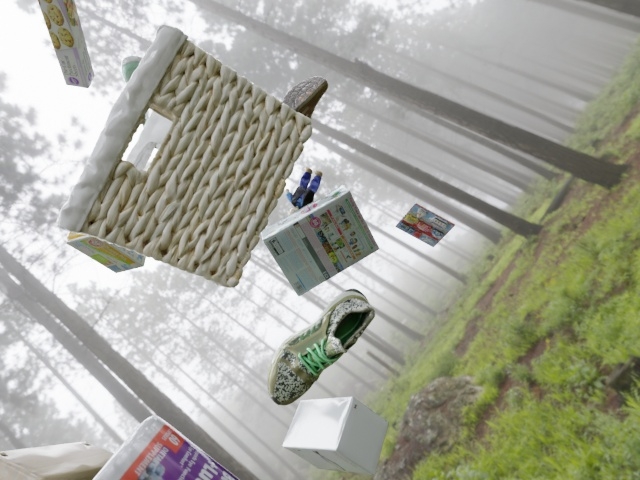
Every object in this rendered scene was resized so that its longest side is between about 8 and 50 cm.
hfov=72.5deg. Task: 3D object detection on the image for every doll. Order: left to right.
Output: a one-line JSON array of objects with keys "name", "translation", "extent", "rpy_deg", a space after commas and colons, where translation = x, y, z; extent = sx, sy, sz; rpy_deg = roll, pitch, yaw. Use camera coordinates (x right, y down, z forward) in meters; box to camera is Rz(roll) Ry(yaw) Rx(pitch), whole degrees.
[{"name": "doll", "translation": [-0.061, -0.159, 1.495], "extent": [0.046, 0.129, 0.188], "rpy_deg": [86, -156, -68]}]

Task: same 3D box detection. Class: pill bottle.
[{"name": "pill bottle", "translation": [-0.096, 0.241, 0.347], "extent": [0.108, 0.194, 0.108], "rpy_deg": [-52, 1, 1]}]

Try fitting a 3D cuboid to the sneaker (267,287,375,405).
[{"name": "sneaker", "translation": [0.006, 0.303, 1.247], "extent": [0.410, 0.158, 0.182], "rpy_deg": [-47, 6, -12]}]

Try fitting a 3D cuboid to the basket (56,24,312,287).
[{"name": "basket", "translation": [-0.228, -0.116, 0.772], "extent": [0.328, 0.267, 0.331], "rpy_deg": [-65, 20, -6]}]

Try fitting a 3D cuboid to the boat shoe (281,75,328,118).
[{"name": "boat shoe", "translation": [-0.090, -0.491, 1.677], "extent": [0.324, 0.123, 0.116], "rpy_deg": [-44, -40, 4]}]

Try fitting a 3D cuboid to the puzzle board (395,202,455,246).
[{"name": "puzzle board", "translation": [0.283, -0.039, 1.187], "extent": [0.096, 0.128, 0.011], "rpy_deg": [-54, 13, 40]}]

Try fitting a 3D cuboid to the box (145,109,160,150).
[{"name": "box", "translation": [-0.329, -0.278, 1.042], "extent": [0.130, 0.170, 0.091], "rpy_deg": [-11, -24, -34]}]

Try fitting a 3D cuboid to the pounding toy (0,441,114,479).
[{"name": "pounding toy", "translation": [-0.279, 0.270, 0.402], "extent": [0.130, 0.100, 0.141], "rpy_deg": [46, -124, -63]}]

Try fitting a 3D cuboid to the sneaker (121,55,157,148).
[{"name": "sneaker", "translation": [-0.466, -0.366, 1.202], "extent": [0.094, 0.151, 0.255], "rpy_deg": [-13, -31, -4]}]

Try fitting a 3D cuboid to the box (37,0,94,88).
[{"name": "box", "translation": [-0.667, -0.550, 1.142], "extent": [0.324, 0.067, 0.063], "rpy_deg": [114, 161, -56]}]

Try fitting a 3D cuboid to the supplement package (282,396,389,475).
[{"name": "supplement package", "translation": [0.028, 0.387, 0.869], "extent": [0.179, 0.105, 0.105], "rpy_deg": [-29, 27, 48]}]

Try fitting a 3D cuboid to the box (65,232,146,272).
[{"name": "box", "translation": [-0.635, 0.002, 1.318], "extent": [0.203, 0.114, 0.103], "rpy_deg": [53, -151, -52]}]

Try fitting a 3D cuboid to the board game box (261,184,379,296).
[{"name": "board game box", "translation": [0.000, 0.000, 1.379], "extent": [0.304, 0.097, 0.224], "rpy_deg": [-29, -69, 0]}]
